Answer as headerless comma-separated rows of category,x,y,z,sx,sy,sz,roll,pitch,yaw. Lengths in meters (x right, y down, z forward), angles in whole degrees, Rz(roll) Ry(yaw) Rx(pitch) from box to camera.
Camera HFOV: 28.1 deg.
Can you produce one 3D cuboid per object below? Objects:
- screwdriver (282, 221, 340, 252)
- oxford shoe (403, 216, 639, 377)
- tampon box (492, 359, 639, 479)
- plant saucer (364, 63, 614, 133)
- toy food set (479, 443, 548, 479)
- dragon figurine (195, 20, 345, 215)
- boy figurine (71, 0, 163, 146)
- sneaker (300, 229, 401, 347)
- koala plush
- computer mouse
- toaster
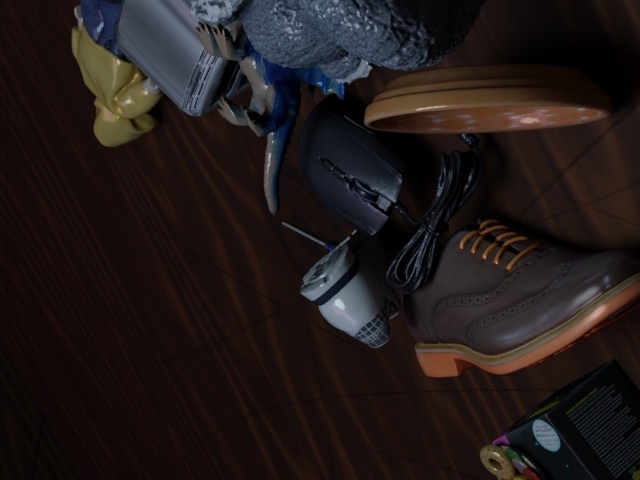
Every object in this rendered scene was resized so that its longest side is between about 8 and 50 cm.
screwdriver,0.000,0.000,1.531,0.170,0.024,0.025,32,144,47
oxford shoe,0.171,0.043,1.192,0.364,0.130,0.132,-23,92,62
tampon box,0.269,0.220,1.234,0.161,0.101,0.120,54,152,8
plant saucer,0.134,-0.114,1.037,0.200,0.200,0.037,-5,87,59
toy food set,0.193,0.233,1.238,0.083,0.020,0.083,4,121,59
dragon figurine,-0.029,-0.171,1.264,0.085,0.144,0.289,18,129,64
boy figurine,-0.252,-0.225,1.628,0.177,0.092,0.285,39,148,31
sneaker,0.040,0.048,1.350,0.095,0.090,0.235,44,-164,-4
koala plush,0.010,-0.204,1.025,0.221,0.196,0.203,-22,56,50
computer mouse,0.054,-0.090,1.264,0.184,0.060,0.262,-61,43,29
toaster,-0.127,-0.240,1.378,0.146,0.129,0.227,48,149,9
